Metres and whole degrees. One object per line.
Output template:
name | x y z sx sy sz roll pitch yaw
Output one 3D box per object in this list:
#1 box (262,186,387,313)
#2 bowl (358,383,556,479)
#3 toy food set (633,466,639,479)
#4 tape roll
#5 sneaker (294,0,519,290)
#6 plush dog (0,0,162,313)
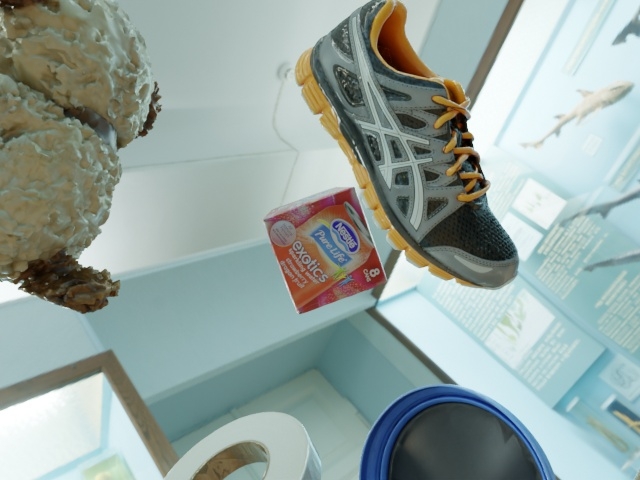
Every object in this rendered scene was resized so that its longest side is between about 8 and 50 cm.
box | 0.000 0.000 0.707 0.123 0.128 0.257 -20 6 -1
bowl | 0.251 0.477 0.933 0.077 0.391 0.391 24 -74 -46
toy food set | 0.490 0.464 0.604 0.306 0.220 0.092 -45 -37 -37
tape roll | -0.185 0.529 1.037 0.392 0.392 0.072 -33 -71 -23
sneaker | 0.067 -0.063 0.325 0.083 0.214 0.084 -39 -6 39
plush dog | -0.206 -0.085 0.358 0.262 0.211 0.225 69 -139 -75
